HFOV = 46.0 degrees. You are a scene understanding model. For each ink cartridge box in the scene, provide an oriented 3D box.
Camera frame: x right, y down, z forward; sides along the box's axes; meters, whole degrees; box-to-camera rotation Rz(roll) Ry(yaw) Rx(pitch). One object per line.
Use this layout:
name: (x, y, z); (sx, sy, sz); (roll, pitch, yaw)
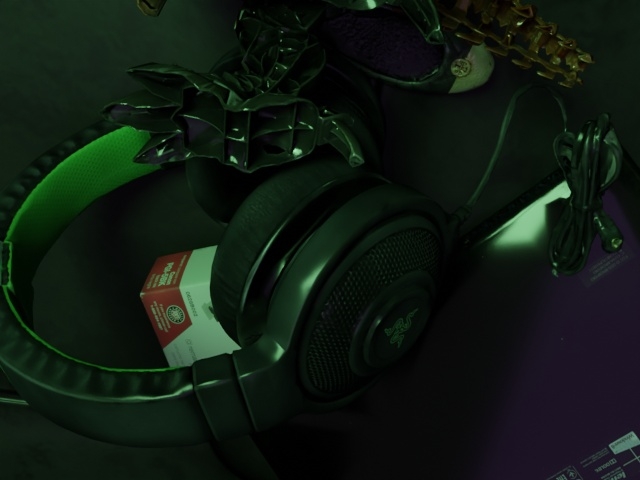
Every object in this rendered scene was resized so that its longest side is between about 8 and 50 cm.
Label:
ink cartridge box: (-0.052, 0.055, 0.573); (0.135, 0.056, 0.099); (-11, 117, 10)

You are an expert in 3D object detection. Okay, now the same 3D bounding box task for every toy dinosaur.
toy dinosaur: (-0.008, -0.160, 0.380); (0.321, 0.218, 0.164); (6, 134, 5)

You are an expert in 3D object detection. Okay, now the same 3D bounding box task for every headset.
headset: (0.000, 0.000, 0.468); (0.394, 0.243, 0.185); (-16, 136, -6)

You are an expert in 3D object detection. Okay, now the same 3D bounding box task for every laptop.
laptop: (0.211, 0.186, 0.685); (0.382, 0.236, 0.408); (-37, 85, 15)

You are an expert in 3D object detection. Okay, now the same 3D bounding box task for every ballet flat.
ballet flat: (0.033, -0.131, 0.492); (0.173, 0.049, 0.057); (15, 117, -11)
